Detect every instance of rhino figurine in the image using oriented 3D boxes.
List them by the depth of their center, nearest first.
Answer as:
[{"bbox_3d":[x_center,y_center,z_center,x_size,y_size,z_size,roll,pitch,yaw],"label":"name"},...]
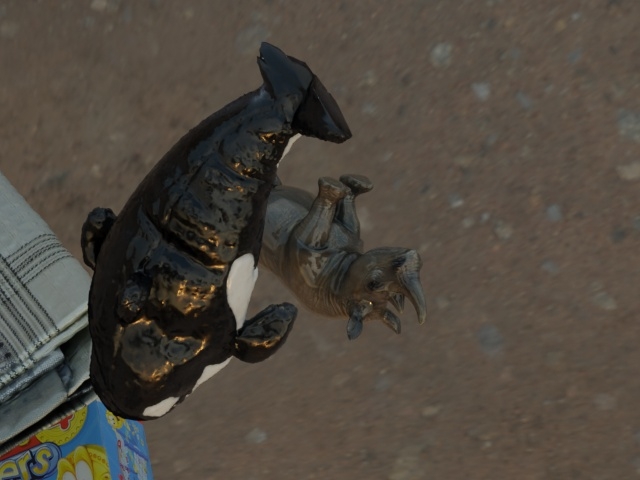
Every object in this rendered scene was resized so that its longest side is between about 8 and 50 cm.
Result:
[{"bbox_3d":[0.000,0.000,1.201,0.073,0.243,0.106,1,117,-46],"label":"rhino figurine"}]

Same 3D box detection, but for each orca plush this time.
[{"bbox_3d":[-0.080,0.022,0.998,0.151,0.287,0.102,44,32,-4],"label":"orca plush"}]

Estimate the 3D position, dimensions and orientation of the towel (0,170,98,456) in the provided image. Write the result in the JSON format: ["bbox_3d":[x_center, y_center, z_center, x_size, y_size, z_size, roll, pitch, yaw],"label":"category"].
[{"bbox_3d":[-0.346,0.085,1.326,0.312,0.056,0.324,-32,46,-12],"label":"towel"}]

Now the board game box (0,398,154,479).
[{"bbox_3d":[-0.288,0.308,1.438,0.308,0.086,0.302,-24,60,14],"label":"board game box"}]
